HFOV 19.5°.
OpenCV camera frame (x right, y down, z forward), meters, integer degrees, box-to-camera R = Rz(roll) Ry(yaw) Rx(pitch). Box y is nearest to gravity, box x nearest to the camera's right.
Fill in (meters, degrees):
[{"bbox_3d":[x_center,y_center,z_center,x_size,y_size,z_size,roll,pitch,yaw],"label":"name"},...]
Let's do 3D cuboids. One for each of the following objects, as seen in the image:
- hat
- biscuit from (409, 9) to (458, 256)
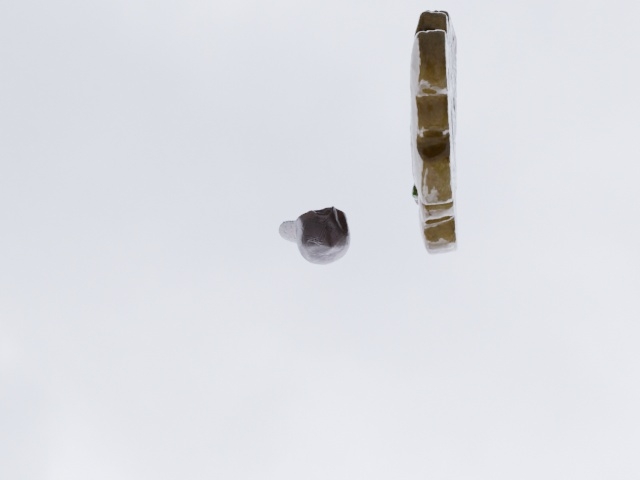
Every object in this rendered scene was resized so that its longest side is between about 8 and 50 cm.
[{"bbox_3d":[-0.001,0.002,1.544,0.058,0.087,0.042,0,-106,-16],"label":"hat"},{"bbox_3d":[0.094,-0.110,1.561,0.041,0.212,0.238,-4,-146,7],"label":"biscuit"}]
